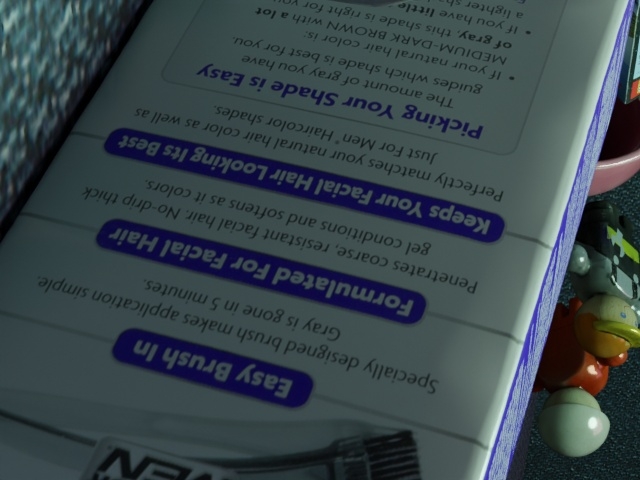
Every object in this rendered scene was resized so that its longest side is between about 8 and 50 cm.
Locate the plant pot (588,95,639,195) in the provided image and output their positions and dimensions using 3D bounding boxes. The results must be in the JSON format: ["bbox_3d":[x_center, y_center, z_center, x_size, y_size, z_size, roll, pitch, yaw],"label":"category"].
[{"bbox_3d":[0.181,-0.104,1.189,0.180,0.201,0.201,109,1,-61],"label":"plant pot"}]

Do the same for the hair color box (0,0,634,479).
[{"bbox_3d":[0.000,0.000,0.536,0.110,0.185,0.339,89,20,-49],"label":"hair color box"}]

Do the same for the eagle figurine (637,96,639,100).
[{"bbox_3d":[0.127,-0.146,0.961,0.298,0.226,0.225,-37,-178,-31],"label":"eagle figurine"}]

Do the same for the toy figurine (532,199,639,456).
[{"bbox_3d":[0.152,0.071,1.126,0.209,0.213,0.148,98,1,-54],"label":"toy figurine"}]

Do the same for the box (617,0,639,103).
[{"bbox_3d":[0.111,-0.203,0.744,0.044,0.233,0.159,-32,151,-11],"label":"box"}]

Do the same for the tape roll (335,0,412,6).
[{"bbox_3d":[0.018,-0.178,0.374,0.072,0.219,0.219,-52,152,-58],"label":"tape roll"}]
